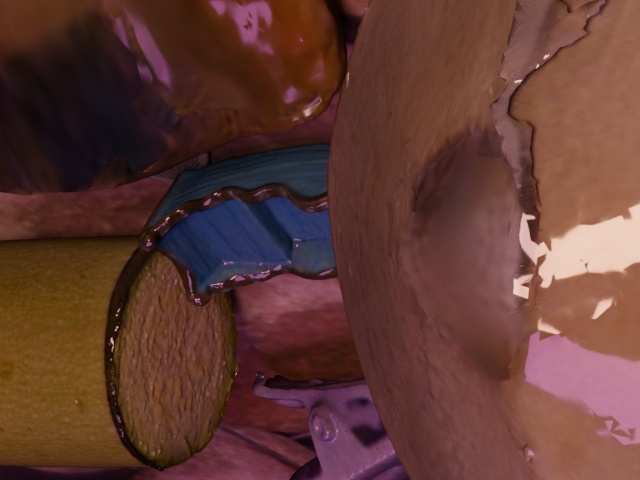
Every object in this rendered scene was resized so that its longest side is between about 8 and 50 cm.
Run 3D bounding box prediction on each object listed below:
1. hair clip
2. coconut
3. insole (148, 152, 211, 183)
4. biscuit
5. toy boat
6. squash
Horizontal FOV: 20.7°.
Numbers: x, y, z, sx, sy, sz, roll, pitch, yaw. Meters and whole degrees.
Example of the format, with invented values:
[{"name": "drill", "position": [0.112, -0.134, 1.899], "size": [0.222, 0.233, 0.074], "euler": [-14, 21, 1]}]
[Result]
[{"name": "hair clip", "position": [0.075, 0.090, 0.957], "size": [0.137, 0.090, 0.278], "euler": [-3, 168, -43]}, {"name": "coconut", "position": [0.145, -0.006, 0.588], "size": [0.323, 0.323, 0.323], "euler": [12, 145, 8]}, {"name": "insole", "position": [-0.158, -0.088, 0.882], "size": [0.232, 0.003, 0.080], "euler": [27, 144, -14]}, {"name": "biscuit", "position": [-0.175, -0.112, 0.793], "size": [0.329, 0.078, 0.335], "euler": [36, 138, -17]}, {"name": "toy boat", "position": [0.000, 0.000, 0.867], "size": [0.185, 0.077, 0.075], "euler": [-6, 141, 28]}, {"name": "squash", "position": [-0.182, 0.062, 0.993], "size": [0.247, 0.132, 0.132], "euler": [-1, 141, 27]}]
